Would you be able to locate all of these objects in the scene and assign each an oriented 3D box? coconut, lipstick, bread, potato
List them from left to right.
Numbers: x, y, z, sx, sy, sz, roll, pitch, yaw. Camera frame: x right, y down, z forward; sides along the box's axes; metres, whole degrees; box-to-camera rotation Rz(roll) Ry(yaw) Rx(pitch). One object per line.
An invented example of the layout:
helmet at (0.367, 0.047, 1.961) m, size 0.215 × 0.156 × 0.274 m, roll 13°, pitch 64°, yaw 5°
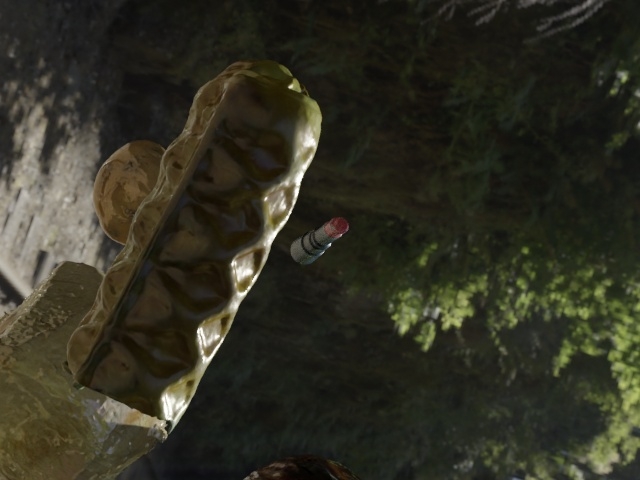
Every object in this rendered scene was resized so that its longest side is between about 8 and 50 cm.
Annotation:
coconut at (-0.327, 0.197, 1.124) m, size 0.297 × 0.254 × 0.297 m, roll -41°, pitch -163°, yaw 16°
potato at (-0.239, -0.064, 1.147) m, size 0.112 × 0.112 × 0.147 m, roll 122°, pitch -22°, yaw -84°
bread at (-0.086, -0.005, 0.614) m, size 0.098 × 0.087 × 0.269 m, roll 20°, pitch -98°, yaw 53°
lipstick at (0.000, 0.000, 1.510) m, size 0.234 × 0.053 × 0.053 m, roll 148°, pitch -40°, yaw -72°

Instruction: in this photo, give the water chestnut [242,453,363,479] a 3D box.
water chestnut at (-0.021, 0.468, 1.141) m, size 0.347 × 0.335 × 0.335 m, roll -42°, pitch 172°, yaw -17°
